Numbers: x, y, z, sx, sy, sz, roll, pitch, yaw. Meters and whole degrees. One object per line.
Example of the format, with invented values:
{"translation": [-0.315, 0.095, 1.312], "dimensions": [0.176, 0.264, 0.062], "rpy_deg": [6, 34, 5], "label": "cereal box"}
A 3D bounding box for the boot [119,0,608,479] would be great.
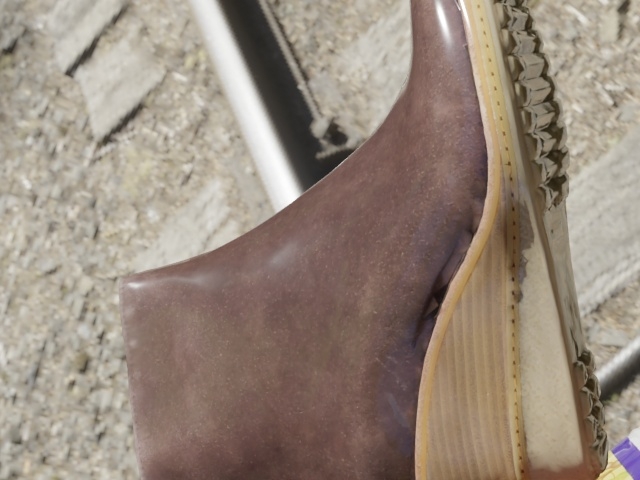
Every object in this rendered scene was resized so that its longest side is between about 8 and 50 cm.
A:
{"translation": [0.000, 0.000, 0.498], "dimensions": [0.207, 0.090, 0.248], "rpy_deg": [-9, 86, 22], "label": "boot"}

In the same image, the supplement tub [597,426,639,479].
{"translation": [0.166, 0.296, 0.728], "dimensions": [0.331, 0.241, 0.241], "rpy_deg": [-40, 50, 4], "label": "supplement tub"}
